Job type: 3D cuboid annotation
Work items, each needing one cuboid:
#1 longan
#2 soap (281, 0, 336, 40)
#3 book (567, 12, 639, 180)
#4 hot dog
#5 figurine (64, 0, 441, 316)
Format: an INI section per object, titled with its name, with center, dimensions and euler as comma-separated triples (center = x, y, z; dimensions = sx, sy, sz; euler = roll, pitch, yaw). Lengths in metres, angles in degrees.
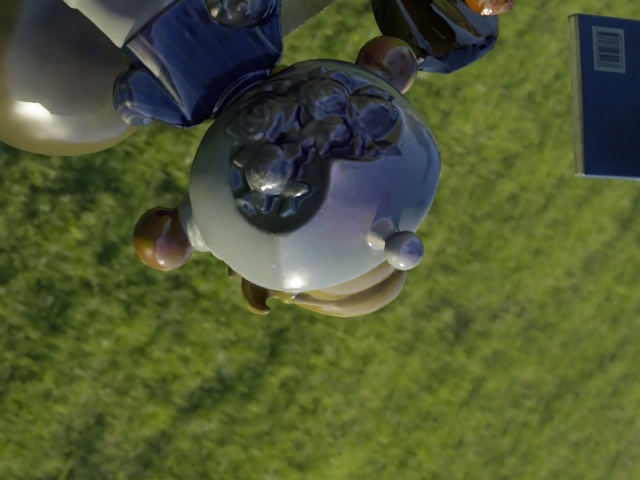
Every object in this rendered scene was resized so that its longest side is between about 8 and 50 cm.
[longan]
center = -0.319, -0.287, 1.830
dimensions = 0.361, 0.361, 0.361
euler = -52, 156, -36
[soap]
center = -0.022, -0.390, 1.804
dimensions = 0.315, 0.091, 0.199
euler = -41, 117, -26
[book]
center = 0.409, -0.161, 1.714
dimensions = 0.025, 0.269, 0.190
euler = 165, -75, -64
[hot dog]
center = 0.091, -0.305, 1.206
dimensions = 0.194, 0.326, 0.107
euler = -15, 158, -37
[figurine]
center = -0.034, -0.087, 0.845
dimensions = 0.133, 0.194, 0.274
euler = 99, -27, -74
